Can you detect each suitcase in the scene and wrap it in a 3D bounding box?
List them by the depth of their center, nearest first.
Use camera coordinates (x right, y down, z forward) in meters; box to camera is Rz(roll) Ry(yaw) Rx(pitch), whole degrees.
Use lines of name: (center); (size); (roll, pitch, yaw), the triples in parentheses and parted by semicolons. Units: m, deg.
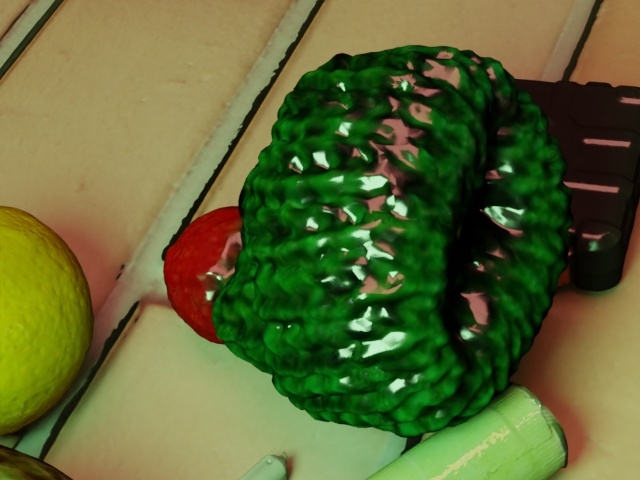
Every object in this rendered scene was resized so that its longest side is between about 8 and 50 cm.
suitcase: (0.131, -0.062, 1.216); (0.286, 0.066, 0.206); (8, 50, 19)

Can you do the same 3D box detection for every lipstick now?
lipstick: (0.037, 0.204, 0.982); (0.304, 0.076, 0.076); (-31, 49, -16)

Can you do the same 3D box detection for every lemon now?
lemon: (-0.266, 0.062, 1.109); (0.178, 0.178, 0.203); (21, 42, 28)

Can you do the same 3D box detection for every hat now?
hat: (0.000, 0.000, 1.057); (0.332, 0.242, 0.274); (-4, 48, 44)

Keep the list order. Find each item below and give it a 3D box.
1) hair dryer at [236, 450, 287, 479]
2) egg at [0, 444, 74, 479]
hair dryer: (-0.077, 0.196, 1.035); (0.082, 0.047, 0.137); (30, 54, 34)
egg: (-0.238, 0.242, 0.896); (0.238, 0.238, 0.289); (-36, 27, -21)
